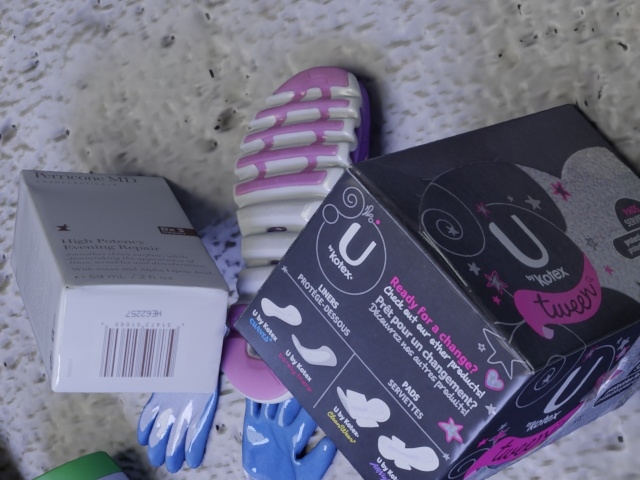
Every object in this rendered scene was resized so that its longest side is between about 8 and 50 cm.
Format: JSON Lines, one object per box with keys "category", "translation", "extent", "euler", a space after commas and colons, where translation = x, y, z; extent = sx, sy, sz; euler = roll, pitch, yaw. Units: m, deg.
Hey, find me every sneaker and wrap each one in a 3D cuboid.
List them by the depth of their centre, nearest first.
{"category": "sneaker", "translation": [0.000, 0.000, 1.284], "extent": [0.095, 0.104, 0.236], "euler": [1, 79, 39]}

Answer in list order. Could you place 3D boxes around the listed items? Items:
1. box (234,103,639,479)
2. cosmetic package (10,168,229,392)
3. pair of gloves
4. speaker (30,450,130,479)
{"category": "box", "translation": [0.105, 0.034, 1.102], "extent": [0.163, 0.247, 0.142], "euler": [48, 127, 19]}
{"category": "cosmetic package", "translation": [-0.147, 0.024, 1.317], "extent": [0.231, 0.117, 0.085], "euler": [-127, 43, -61]}
{"category": "pair of gloves", "translation": [-0.073, 0.135, 1.415], "extent": [0.198, 0.023, 0.159], "euler": [32, 119, 28]}
{"category": "speaker", "translation": [-0.150, 0.320, 1.453], "extent": [0.131, 0.131, 0.296], "euler": [-36, 78, 38]}
